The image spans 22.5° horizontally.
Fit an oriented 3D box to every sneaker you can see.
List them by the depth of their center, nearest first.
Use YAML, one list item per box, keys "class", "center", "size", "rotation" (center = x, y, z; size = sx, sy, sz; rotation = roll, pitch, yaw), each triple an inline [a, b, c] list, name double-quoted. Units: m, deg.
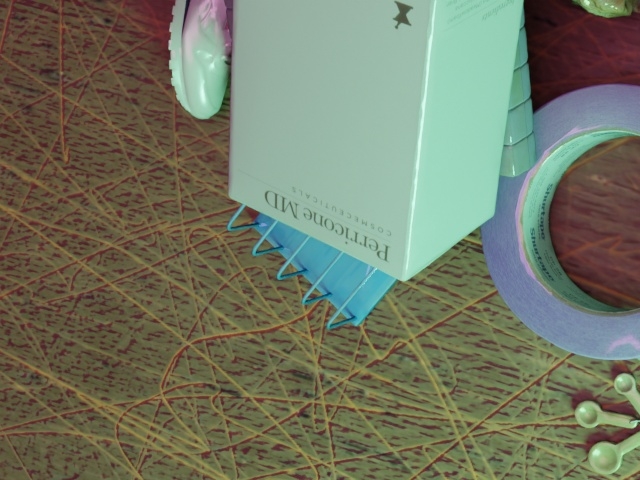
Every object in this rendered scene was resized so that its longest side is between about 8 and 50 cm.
- class: "sneaker"
  center: [-0.110, -0.251, 1.796]
  size: [0.095, 0.090, 0.235]
  rotation: [7, 99, 13]

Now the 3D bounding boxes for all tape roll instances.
- class: "tape roll"
  center: [0.304, -0.018, 1.623]
  size: [0.275, 0.090, 0.274]
  rotation: [0, 91, 27]

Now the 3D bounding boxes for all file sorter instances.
- class: "file sorter"
  center: [0.000, 0.000, 1.759]
  size: [0.170, 0.104, 0.118]
  rotation: [44, 110, 13]

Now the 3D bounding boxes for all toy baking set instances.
- class: "toy baking set"
  center: [0.374, 0.174, 1.658]
  size: [0.197, 0.030, 0.256]
  rotation: [30, 105, 18]

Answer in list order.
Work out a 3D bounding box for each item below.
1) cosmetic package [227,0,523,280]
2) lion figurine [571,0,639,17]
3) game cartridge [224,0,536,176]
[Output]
- class: "cosmetic package"
  center: [0.051, -0.217, 1.478]
  size: [0.230, 0.161, 0.453]
  rotation: [25, 130, 29]
- class: "lion figurine"
  center: [0.186, -0.380, 1.551]
  size: [0.142, 0.392, 0.240]
  rotation: [8, 81, 65]
- class: "game cartridge"
  center: [0.054, -0.200, 1.645]
  size: [0.355, 0.068, 0.230]
  rotation: [13, 119, 36]
